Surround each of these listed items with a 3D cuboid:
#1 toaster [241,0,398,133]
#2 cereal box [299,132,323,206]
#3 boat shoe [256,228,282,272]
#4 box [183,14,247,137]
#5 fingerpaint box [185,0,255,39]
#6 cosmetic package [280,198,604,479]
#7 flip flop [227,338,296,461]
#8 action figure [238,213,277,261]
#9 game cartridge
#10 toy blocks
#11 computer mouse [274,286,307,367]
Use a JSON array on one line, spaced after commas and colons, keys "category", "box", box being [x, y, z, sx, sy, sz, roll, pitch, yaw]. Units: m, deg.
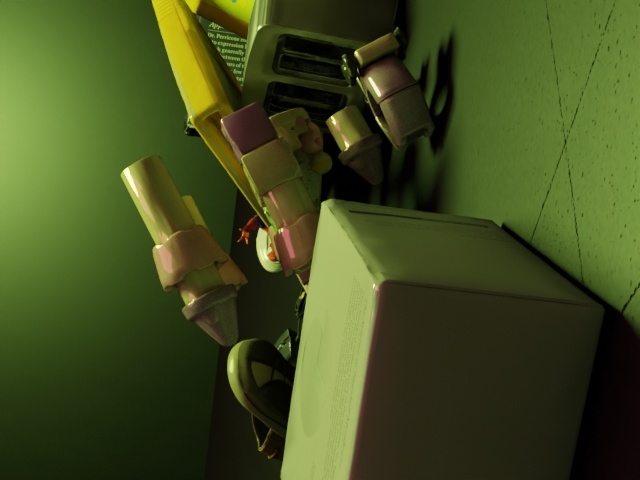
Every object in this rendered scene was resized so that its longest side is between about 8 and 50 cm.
[{"category": "toaster", "box": [-0.010, -0.223, 1.246, 0.168, 0.185, 0.110, 110, 168, -53]}, {"category": "cereal box", "box": [-0.042, -0.169, 1.556, 0.240, 0.047, 0.173, 95, 157, -66]}, {"category": "boat shoe", "box": [-0.069, -0.037, 1.887, 0.063, 0.066, 0.184, 121, 164, -71]}, {"category": "box", "box": [-0.130, -0.385, 2.009, 0.293, 0.212, 0.396, -163, 80, -81]}, {"category": "fingerpaint box", "box": [-0.076, -0.517, 1.417, 0.371, 0.163, 0.445, 33, 123, 41]}, {"category": "cosmetic package", "box": [0.064, 0.109, 0.702, 0.225, 0.138, 0.224, -114, 32, -75]}, {"category": "flip flop", "box": [-0.049, 0.202, 1.218, 0.277, 0.080, 0.112, 51, -158, -52]}, {"category": "action figure", "box": [-0.062, -0.091, 1.722, 0.139, 0.091, 0.280, -57, -23, -72]}, {"category": "game cartridge", "box": [-0.106, -0.150, 1.391, 0.285, 0.052, 0.324, 56, -172, -40]}, {"category": "toy blocks", "box": [0.000, 0.000, 1.095, 0.260, 0.309, 0.288, 62, 178, 8]}, {"category": "computer mouse", "box": [-0.049, 0.148, 1.678, 0.071, 0.041, 0.242, -92, 13, -47]}]
